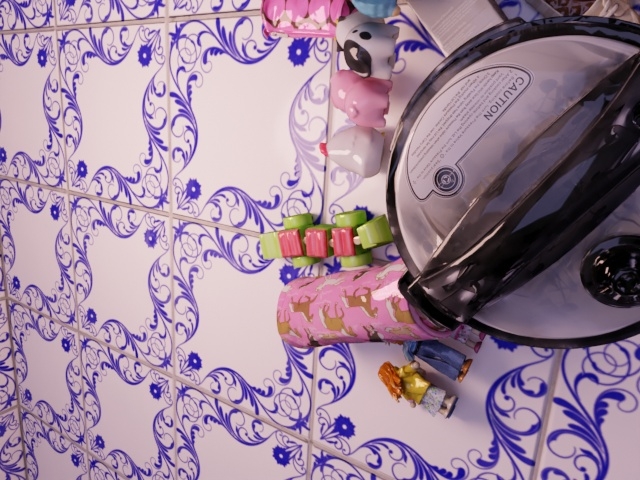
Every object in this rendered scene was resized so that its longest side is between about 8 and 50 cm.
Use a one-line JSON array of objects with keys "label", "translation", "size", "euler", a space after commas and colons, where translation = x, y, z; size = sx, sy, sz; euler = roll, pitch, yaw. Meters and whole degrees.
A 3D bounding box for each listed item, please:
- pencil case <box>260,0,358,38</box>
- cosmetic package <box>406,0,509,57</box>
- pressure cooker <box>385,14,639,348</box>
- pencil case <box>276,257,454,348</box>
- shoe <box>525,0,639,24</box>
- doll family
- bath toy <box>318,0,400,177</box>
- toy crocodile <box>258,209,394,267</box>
[{"label": "pencil case", "translation": [-0.016, -0.438, 0.928], "size": [0.209, 0.095, 0.098], "euler": [15, 73, 32]}, {"label": "cosmetic package", "translation": [0.210, -0.390, 0.770], "size": [0.107, 0.127, 0.238], "euler": [-40, 76, 33]}, {"label": "pressure cooker", "translation": [0.283, -0.078, 0.593], "size": [0.375, 0.420, 0.370], "euler": [2, 108, 25]}, {"label": "pencil case", "translation": [0.075, 0.117, 0.894], "size": [0.386, 0.167, 0.160], "euler": [-19, 61, 47]}, {"label": "shoe", "translation": [0.378, -0.347, 0.709], "size": [0.219, 0.058, 0.077], "euler": [43, 120, 18]}, {"label": "doll family", "translation": [0.197, 0.234, 0.917], "size": [0.163, 0.118, 0.263], "euler": [26, 113, 26]}, {"label": "bath toy", "translation": [0.064, -0.273, 0.842], "size": [0.128, 0.152, 0.349], "euler": [9, 132, 8]}, {"label": "toy crocodile", "translation": [0.000, 0.000, 1.003], "size": [0.340, 0.105, 0.115], "euler": [-3, 99, 34]}]
